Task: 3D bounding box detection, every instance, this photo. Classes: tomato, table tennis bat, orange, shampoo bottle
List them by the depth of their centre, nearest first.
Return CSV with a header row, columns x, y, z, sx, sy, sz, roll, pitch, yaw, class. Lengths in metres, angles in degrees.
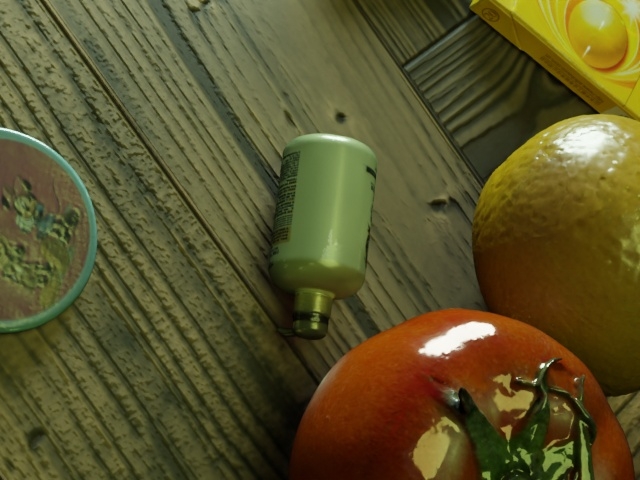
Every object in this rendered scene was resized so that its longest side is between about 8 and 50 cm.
x,y,z,sx,sy,sz,roll,pitch,yaw,class
-0.274,-0.025,0.969,0.244,0.040,0.153,26,67,-25,table tennis bat
0.102,0.178,1.002,0.256,0.224,0.256,5,79,-25,tomato
0.000,0.000,1.078,0.079,0.079,0.162,15,70,-24,shampoo bottle
0.236,0.013,1.119,0.236,0.236,0.236,7,74,-26,orange

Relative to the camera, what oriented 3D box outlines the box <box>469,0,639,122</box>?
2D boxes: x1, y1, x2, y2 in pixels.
x,y,z,sx,sy,sz,roll,pitch,yaw,class
0.282,-0.203,1.300,0.269,0.043,0.152,35,64,-16,box
